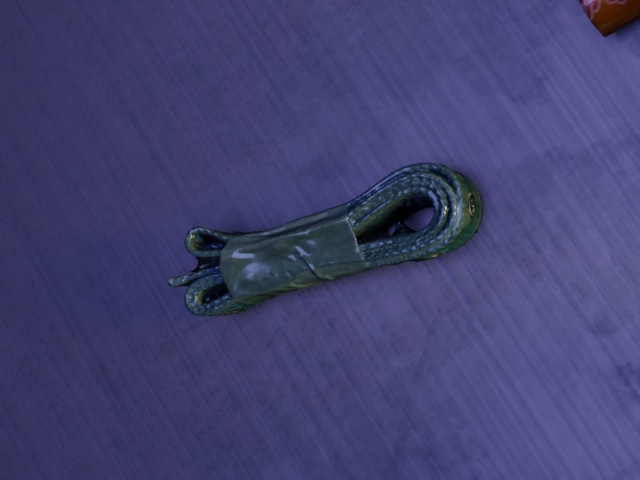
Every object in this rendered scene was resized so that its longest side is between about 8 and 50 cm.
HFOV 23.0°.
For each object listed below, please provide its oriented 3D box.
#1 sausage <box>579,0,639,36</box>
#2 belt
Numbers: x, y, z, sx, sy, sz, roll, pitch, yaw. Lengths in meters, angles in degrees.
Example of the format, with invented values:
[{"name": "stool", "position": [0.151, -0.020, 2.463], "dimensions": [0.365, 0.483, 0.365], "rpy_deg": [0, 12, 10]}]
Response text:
[{"name": "sausage", "position": [0.323, -0.257, 1.311], "dimensions": [0.234, 0.071, 0.071], "rpy_deg": [-30, 78, 21]}, {"name": "belt", "position": [0.000, 0.000, 1.447], "dimensions": [0.302, 0.072, 0.087], "rpy_deg": [-16, 87, 20]}]
